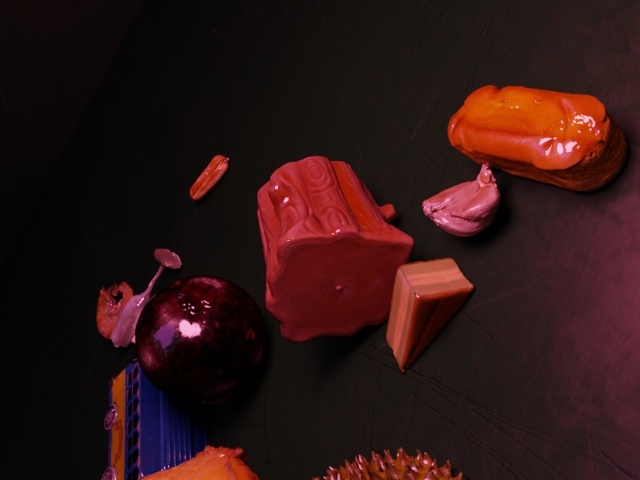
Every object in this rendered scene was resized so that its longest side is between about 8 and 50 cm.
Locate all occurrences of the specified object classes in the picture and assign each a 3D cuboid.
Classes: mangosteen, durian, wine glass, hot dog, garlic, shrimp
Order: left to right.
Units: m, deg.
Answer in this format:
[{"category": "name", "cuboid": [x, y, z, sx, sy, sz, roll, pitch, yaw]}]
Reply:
[{"category": "shrimp", "cuboid": [-0.511, 0.166, 1.898, 0.132, 0.051, 0.187, -38, 45, 9]}, {"category": "wine glass", "cuboid": [-0.411, 0.142, 1.745, 0.262, 0.074, 0.074, -56, 34, 19]}, {"category": "mangosteen", "cuboid": [-0.204, 0.188, 1.311, 0.228, 0.228, 0.266, -113, 17, -48]}, {"category": "hot dog", "cuboid": [-0.248, -0.139, 1.707, 0.133, 0.041, 0.056, -47, 46, 20]}, {"category": "durian", "cuboid": [0.065, 0.357, 0.929, 0.351, 0.158, 0.169, -24, 87, 48]}, {"category": "garlic", "cuboid": [0.189, -0.042, 0.985, 0.094, 0.074, 0.113, -34, 3, -11]}]

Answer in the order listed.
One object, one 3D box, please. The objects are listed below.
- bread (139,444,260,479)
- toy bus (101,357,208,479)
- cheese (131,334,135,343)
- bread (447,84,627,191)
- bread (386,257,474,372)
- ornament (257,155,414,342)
[{"category": "bread", "cuboid": [-0.141, 0.453, 0.946, 0.398, 0.215, 0.398, 36, 133, 52]}, {"category": "toy bus", "cuboid": [-0.308, 0.355, 1.402, 0.175, 0.138, 0.288, -45, 39, 32]}, {"category": "cheese", "cuboid": [-0.328, 0.160, 1.511, 0.127, 0.054, 0.251, -61, 0, 10]}, {"category": "bread", "cuboid": [0.258, -0.132, 0.930, 0.102, 0.094, 0.245, -61, 33, 0]}, {"category": "bread", "cuboid": [0.144, 0.102, 1.024, 0.074, 0.084, 0.139, -120, 28, -50]}, {"category": "ornament", "cuboid": [0.000, 0.000, 1.112, 0.235, 0.221, 0.218, -44, 35, 19]}]
